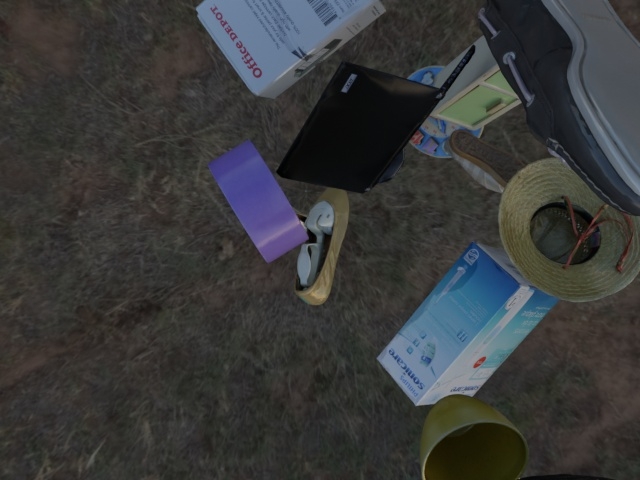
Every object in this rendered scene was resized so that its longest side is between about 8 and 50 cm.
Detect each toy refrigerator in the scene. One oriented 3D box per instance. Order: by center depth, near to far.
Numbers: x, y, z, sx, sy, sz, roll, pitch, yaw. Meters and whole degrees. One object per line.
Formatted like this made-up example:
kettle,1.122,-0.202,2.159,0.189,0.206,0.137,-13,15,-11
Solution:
toy refrigerator,0.292,-0.275,1.198,0.102,0.269,0.094,16,75,-16

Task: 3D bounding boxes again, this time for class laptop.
laptop,0.087,-0.198,1.077,0.137,0.264,0.234,37,135,-1

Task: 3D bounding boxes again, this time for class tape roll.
tape roll,-0.100,-0.063,1.142,0.080,0.189,0.189,-32,94,-3

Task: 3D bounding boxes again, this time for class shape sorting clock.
shape sorting clock,0.256,-0.276,1.534,0.206,0.040,0.206,20,129,27

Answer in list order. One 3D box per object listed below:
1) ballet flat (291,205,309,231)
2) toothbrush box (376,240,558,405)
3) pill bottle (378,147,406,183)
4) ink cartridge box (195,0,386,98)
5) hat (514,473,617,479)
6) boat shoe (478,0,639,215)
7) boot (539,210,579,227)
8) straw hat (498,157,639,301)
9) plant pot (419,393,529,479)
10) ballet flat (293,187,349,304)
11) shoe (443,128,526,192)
ballet flat,-0.045,-0.034,1.579,0.052,0.168,0.057,42,100,32
toothbrush box,0.281,0.162,1.329,0.295,0.216,0.126,-52,56,18
pill bottle,0.079,-0.188,1.447,0.123,0.219,0.122,-4,104,-16
ink cartridge box,-0.057,-0.439,1.346,0.289,0.121,0.211,-35,88,15
hat,0.273,0.358,0.717,0.332,0.331,0.133,-7,93,-1
boat shoe,0.213,-0.135,0.599,0.112,0.095,0.335,7,51,-18
boot,0.590,-0.111,1.622,0.161,0.246,0.083,19,58,-15
straw hat,0.220,-0.002,0.655,0.145,0.061,0.144,3,74,-10
plant pot,0.183,0.252,0.901,0.134,0.095,0.134,-3,116,-7
ballet flat,0.000,0.000,1.281,0.080,0.073,0.232,-2,73,37
shoe,0.350,-0.151,1.457,0.219,0.058,0.076,34,64,-5
